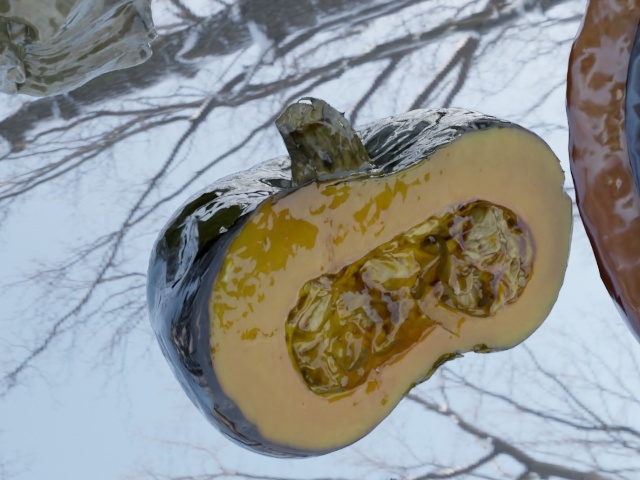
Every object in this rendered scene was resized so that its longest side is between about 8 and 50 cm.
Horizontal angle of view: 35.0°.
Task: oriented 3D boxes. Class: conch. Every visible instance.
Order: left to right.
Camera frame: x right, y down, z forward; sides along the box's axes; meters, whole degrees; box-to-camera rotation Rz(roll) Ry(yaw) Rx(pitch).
[{"bbox_3d":[-0.247,-0.251,0.791,0.297,0.210,0.352,9,-89,-31],"label":"conch"}]

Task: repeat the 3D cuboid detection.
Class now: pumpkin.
[{"bbox_3d":[0.000,0.000,0.772,0.325,0.232,0.242,-23,-68,-28],"label":"pumpkin"}]

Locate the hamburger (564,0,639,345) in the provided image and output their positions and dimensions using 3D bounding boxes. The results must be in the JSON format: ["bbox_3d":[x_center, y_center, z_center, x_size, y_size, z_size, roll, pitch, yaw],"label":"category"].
[{"bbox_3d":[0.293,-0.042,0.432,0.250,0.330,0.329,4,-95,-48],"label":"hamburger"}]

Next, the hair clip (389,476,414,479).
[{"bbox_3d":[0.161,0.378,1.361,0.106,0.292,0.084,-3,-75,-52],"label":"hair clip"}]
